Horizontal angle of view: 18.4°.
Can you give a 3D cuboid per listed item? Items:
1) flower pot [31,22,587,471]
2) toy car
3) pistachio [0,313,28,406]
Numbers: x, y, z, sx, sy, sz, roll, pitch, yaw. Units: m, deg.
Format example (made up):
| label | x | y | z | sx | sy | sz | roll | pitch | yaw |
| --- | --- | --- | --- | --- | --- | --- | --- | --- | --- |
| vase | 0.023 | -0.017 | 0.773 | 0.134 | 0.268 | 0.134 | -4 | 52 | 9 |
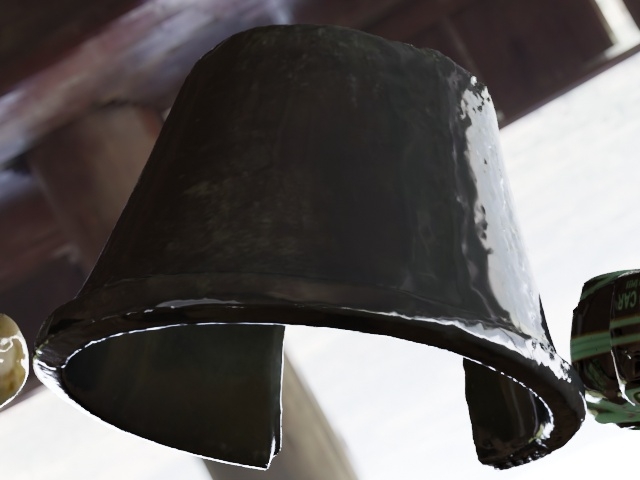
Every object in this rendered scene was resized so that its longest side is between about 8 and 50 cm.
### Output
| label | x | y | z | sx | sy | sz | roll | pitch | yaw |
| --- | --- | --- | --- | --- | --- | --- | --- | --- | --- |
| flower pot | 0.000 | 0.000 | 1.378 | 0.379 | 0.251 | 0.379 | 7 | 159 | 3 |
| toy car | 0.286 | 0.075 | 1.562 | 0.125 | 0.136 | 0.306 | 5 | 169 | -31 |
| pistachio | -0.443 | 0.159 | 2.378 | 0.206 | 0.129 | 0.131 | -26 | -149 | 33 |
